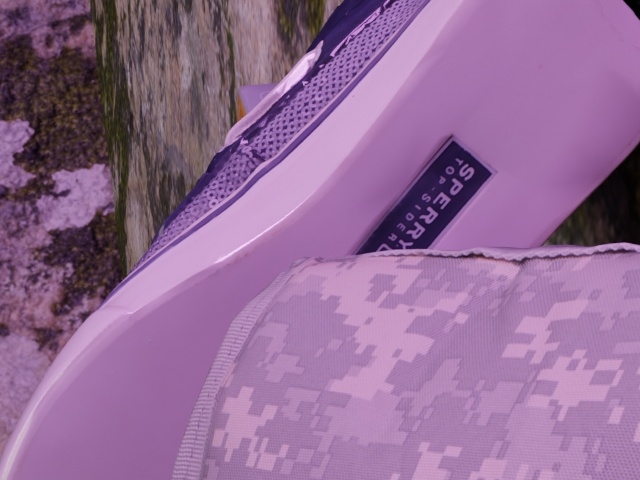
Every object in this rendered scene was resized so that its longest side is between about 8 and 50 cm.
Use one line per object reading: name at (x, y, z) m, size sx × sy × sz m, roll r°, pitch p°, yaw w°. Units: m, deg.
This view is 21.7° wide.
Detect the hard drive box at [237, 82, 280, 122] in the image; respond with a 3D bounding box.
hard drive box at (0.012, 0.037, 1.003) m, size 0.232 × 0.089 × 0.181 m, roll -114°, pitch 23°, yaw -52°

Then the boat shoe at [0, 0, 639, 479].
boat shoe at (0.000, 0.000, 0.694) m, size 0.127 × 0.340 × 0.158 m, roll 45°, pitch -176°, yaw -17°

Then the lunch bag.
lunch bag at (0.066, 0.137, 0.505) m, size 0.235 × 0.169 × 0.287 m, roll -1°, pitch 75°, yaw 49°
